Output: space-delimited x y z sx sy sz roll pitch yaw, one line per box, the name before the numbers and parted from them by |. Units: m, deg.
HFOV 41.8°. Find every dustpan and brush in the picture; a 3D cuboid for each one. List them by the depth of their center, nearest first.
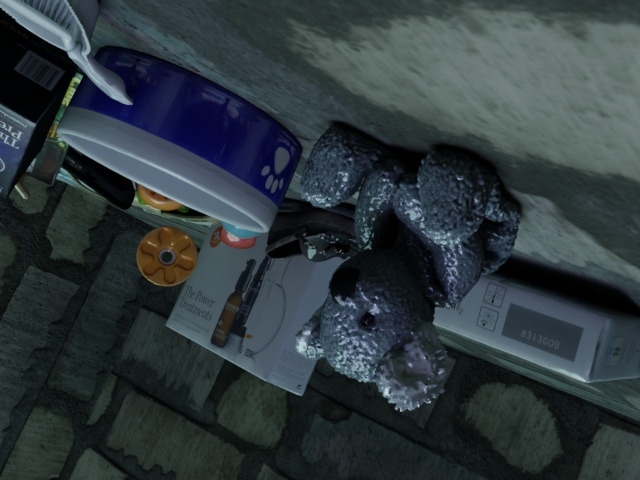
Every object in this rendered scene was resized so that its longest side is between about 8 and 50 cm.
dustpan and brush | -0.234 -0.194 0.757 0.147 0.060 0.211 19 171 38

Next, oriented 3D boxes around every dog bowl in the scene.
dog bowl | -0.159 -0.110 0.964 0.264 0.104 0.265 24 174 3

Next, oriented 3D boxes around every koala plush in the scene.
koala plush | 0.074 0.039 0.803 0.196 0.221 0.203 18 171 40

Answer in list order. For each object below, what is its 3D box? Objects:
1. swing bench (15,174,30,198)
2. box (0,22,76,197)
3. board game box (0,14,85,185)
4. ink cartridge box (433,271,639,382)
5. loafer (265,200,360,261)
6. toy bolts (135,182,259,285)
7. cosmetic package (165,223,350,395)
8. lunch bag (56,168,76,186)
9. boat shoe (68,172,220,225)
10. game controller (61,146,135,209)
swing bench | -0.764 -0.239 1.851 0.253 0.165 0.254 20 166 37
box | -0.443 -0.189 0.973 0.261 0.103 0.184 31 145 -14
board game box | -0.378 -0.170 1.079 0.136 0.030 0.259 29 143 -14
ink cartridge box | 0.316 0.099 1.167 0.308 0.091 0.385 18 -172 39
loafer | 0.000 0.000 1.284 0.109 0.095 0.302 27 173 -25
toy bolts | -0.195 -0.034 1.371 0.228 0.218 0.158 7 169 -10
cosmetic package | -0.111 0.085 1.530 0.097 0.285 0.377 31 170 -36
lunch bag | -0.544 -0.200 1.586 0.279 0.108 0.224 26 173 -11
boat shoe | -0.295 -0.104 1.501 0.302 0.113 0.103 16 177 -31
game controller | -0.406 -0.164 1.278 0.319 0.067 0.166 42 -162 -46
